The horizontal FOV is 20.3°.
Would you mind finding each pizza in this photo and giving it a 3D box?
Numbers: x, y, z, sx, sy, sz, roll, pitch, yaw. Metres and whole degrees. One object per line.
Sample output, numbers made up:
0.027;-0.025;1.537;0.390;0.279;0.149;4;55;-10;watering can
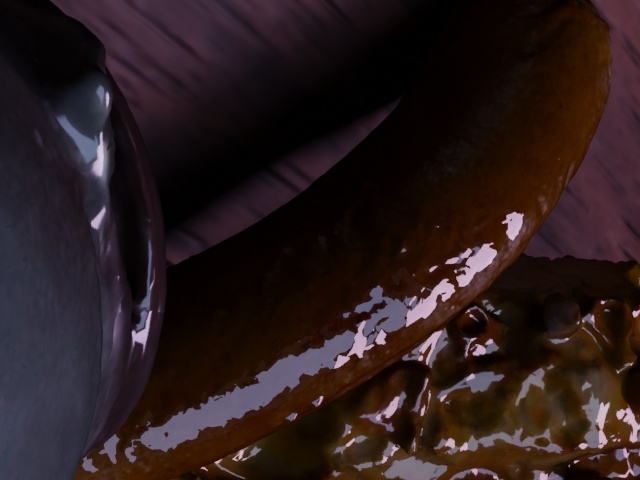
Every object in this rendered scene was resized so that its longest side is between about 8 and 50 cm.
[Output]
0.063;0.081;0.769;0.365;0.074;0.182;6;92;-18;pizza

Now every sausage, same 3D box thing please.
0.004;0.003;0.682;0.302;0.103;0.076;-35;158;-18;sausage

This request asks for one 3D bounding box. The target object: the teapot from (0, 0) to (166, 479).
-0.197;0.042;0.398;0.312;0.233;0.315;-19;171;-46;teapot
